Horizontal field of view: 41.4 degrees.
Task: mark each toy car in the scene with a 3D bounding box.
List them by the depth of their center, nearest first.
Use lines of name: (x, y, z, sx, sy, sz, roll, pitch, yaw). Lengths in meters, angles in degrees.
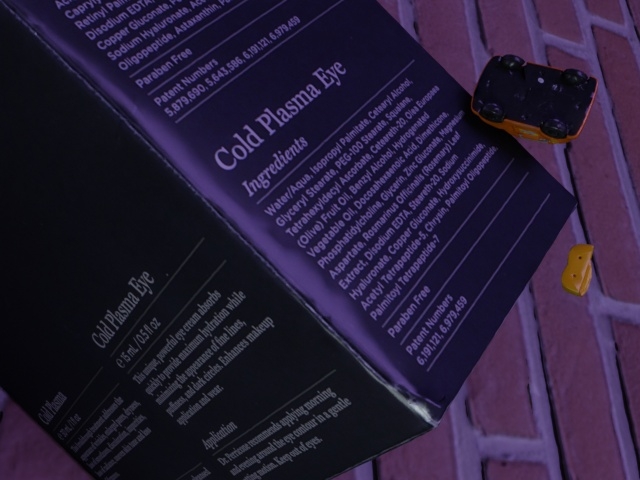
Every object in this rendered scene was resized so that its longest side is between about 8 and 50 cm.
toy car: (0.103, -0.030, 0.413, 0.060, 0.040, 0.122, 1, 74, 19)

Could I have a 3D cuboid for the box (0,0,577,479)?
box: (-0.093, -0.008, 0.514, 0.312, 0.343, 0.179, 44, 51, -2)
